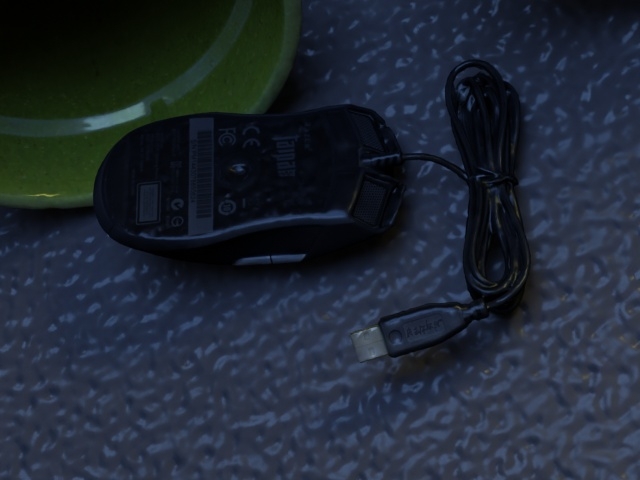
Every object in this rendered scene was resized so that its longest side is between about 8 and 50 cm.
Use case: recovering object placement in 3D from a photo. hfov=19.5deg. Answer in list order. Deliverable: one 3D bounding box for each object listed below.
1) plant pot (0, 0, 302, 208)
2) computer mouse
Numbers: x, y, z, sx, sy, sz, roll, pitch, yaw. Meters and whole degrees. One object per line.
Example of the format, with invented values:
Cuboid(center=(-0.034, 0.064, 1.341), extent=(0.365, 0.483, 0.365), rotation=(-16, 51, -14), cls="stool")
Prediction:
Cuboid(center=(-0.169, -0.204, 1.163), extent=(0.276, 0.276, 0.254), rotation=(-24, 49, 10), cls="plant pot")
Cuboid(center=(0.000, 0.000, 1.104), extent=(0.262, 0.060, 0.184), rotation=(-10, 59, 4), cls="computer mouse")
